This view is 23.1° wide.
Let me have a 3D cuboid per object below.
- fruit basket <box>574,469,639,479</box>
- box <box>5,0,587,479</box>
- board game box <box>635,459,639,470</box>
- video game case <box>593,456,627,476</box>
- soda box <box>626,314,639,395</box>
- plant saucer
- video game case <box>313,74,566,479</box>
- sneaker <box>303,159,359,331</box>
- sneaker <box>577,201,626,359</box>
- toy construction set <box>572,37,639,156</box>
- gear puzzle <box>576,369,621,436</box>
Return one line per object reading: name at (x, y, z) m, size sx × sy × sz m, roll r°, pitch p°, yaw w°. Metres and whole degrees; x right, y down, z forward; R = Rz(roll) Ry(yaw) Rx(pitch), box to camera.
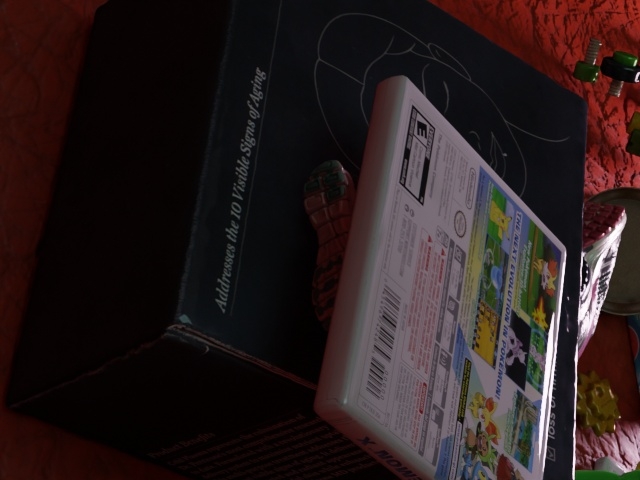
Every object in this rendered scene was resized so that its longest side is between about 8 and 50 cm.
fruit basket at (0.401, 0.444, 1.755) m, size 0.392 × 0.392 × 0.283 m, roll 30°, pitch 37°, yaw -29°
box at (0.000, 0.000, 1.568) m, size 0.472 × 0.297 × 0.479 m, roll 28°, pitch 55°, yaw -32°
board game box at (0.498, 0.229, 2.002) m, size 0.124 × 0.039 × 0.259 m, roll 50°, pitch 64°, yaw -29°
video game case at (0.396, 0.396, 1.937) m, size 0.201 × 0.023 × 0.183 m, roll 40°, pitch 49°, yaw -23°
soda box at (0.460, 0.134, 2.079) m, size 0.067 × 0.071 × 0.210 m, roll 12°, pitch 64°, yaw -38°
plant saucer at (0.399, 0.014, 2.048) m, size 0.029 × 0.168 × 0.168 m, roll 32°, pitch 34°, yaw -86°
video game case at (0.118, 0.069, 1.368) m, size 0.300 × 0.036 × 0.329 m, roll 42°, pitch 47°, yaw -39°
sneaker at (0.035, 0.013, 1.353) m, size 0.076 × 0.065 × 0.166 m, roll 14°, pitch 64°, yaw -41°
sneaker at (0.299, 0.046, 1.921) m, size 0.299 × 0.121 × 0.112 m, roll -53°, pitch 139°, yaw -49°
toy construction set at (0.512, -0.111, 2.159) m, size 0.309 × 0.237 × 0.257 m, roll 9°, pitch 19°, yaw -19°
gear puzzle at (0.255, 0.162, 1.902) m, size 0.339 × 0.044 × 0.175 m, roll 28°, pitch 54°, yaw -30°
